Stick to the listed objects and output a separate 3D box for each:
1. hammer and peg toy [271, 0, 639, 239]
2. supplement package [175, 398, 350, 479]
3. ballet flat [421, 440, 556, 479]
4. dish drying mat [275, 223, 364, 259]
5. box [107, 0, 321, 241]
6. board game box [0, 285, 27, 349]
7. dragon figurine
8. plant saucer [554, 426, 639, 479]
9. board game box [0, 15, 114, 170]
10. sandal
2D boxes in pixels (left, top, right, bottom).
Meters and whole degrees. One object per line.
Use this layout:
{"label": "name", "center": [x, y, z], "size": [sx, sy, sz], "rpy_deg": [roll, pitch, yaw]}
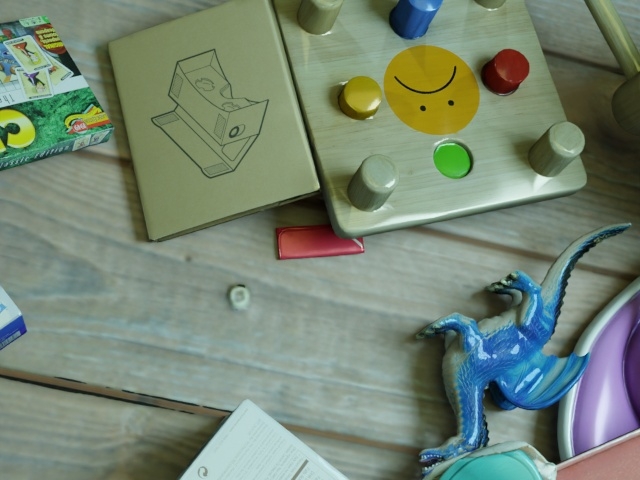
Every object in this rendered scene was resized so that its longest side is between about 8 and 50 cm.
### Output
{"label": "hammer and peg toy", "center": [0.151, -0.156, 1.021], "size": [0.361, 0.127, 0.265], "rpy_deg": [-12, 74, -15]}
{"label": "supplement package", "center": [-0.032, 0.232, 0.881], "size": [0.179, 0.105, 0.105], "rpy_deg": [39, 68, 0]}
{"label": "ballet flat", "center": [0.116, 0.356, 0.839], "size": [0.147, 0.147, 0.408], "rpy_deg": [7, 88, -10]}
{"label": "dish drying mat", "center": [0.000, 0.000, 1.006], "size": [0.083, 0.008, 0.032], "rpy_deg": [-4, 76, -14]}
{"label": "box", "center": [-0.101, -0.116, 0.975], "size": [0.165, 0.021, 0.201], "rpy_deg": [-17, 77, 10]}
{"label": "board game box", "center": [-0.452, 0.077, 0.847], "size": [0.347, 0.078, 0.233], "rpy_deg": [-37, 84, -19]}
{"label": "dragon figurine", "center": [0.187, 0.107, 0.972], "size": [0.289, 0.085, 0.144], "rpy_deg": [-32, 85, -13]}
{"label": "plant saucer", "center": [0.302, 0.270, 0.927], "size": [0.259, 0.048, 0.258], "rpy_deg": [-20, 104, -14]}
{"label": "board game box", "center": [-0.317, -0.115, 0.902], "size": [0.260, 0.030, 0.136], "rpy_deg": [-24, 79, -42]}
{"label": "sandal", "center": [0.365, 0.085, 1.007], "size": [0.169, 0.102, 0.416], "rpy_deg": [39, 67, 2]}
